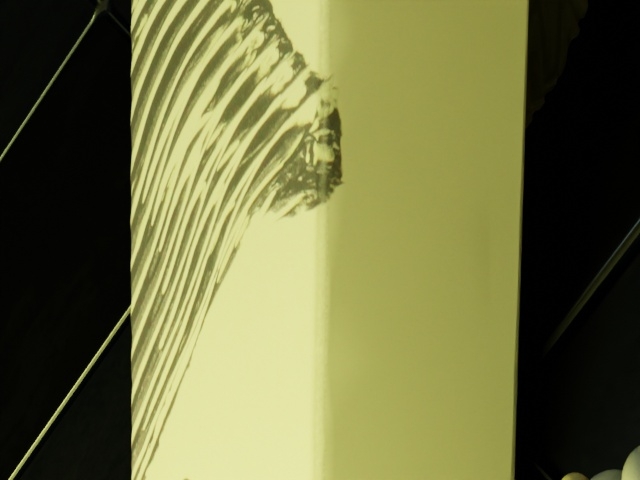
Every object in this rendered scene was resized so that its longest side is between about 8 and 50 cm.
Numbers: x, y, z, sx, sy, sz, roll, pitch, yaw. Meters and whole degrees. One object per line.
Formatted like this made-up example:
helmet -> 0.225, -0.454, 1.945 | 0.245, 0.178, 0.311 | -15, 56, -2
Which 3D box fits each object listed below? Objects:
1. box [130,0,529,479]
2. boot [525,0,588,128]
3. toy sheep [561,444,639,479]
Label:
box -> 0.000, 0.000, 0.425 | 0.113, 0.094, 0.275 | 4, 95, 49
boot -> 0.010, -0.176, 0.566 | 0.269, 0.089, 0.236 | 32, 110, 47
toy sheep -> 0.104, 0.095, 0.341 | 0.132, 0.091, 0.091 | -35, 45, 22
